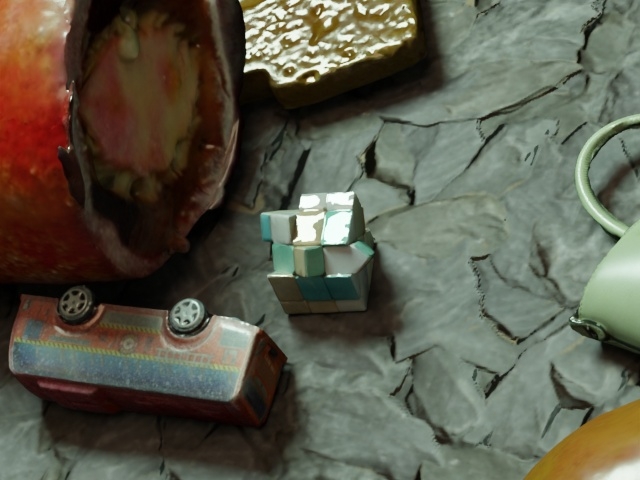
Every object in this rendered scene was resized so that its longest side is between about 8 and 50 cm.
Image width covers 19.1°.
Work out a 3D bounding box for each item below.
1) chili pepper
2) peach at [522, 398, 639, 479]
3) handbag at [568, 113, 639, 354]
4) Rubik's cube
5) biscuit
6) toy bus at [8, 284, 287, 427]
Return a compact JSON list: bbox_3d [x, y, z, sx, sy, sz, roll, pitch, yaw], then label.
[{"bbox_3d":[-0.225,-0.085,1.375,0.305,0.229,0.251,-9,89,35],"label":"chili pepper"},{"bbox_3d":[0.222,0.218,0.894,0.342,0.302,0.343,-10,53,13],"label":"peach"},{"bbox_3d":[0.293,-0.002,1.199,0.241,0.109,0.315,-48,40,-18],"label":"handbag"},{"bbox_3d":[-0.002,0.002,1.293,0.075,0.073,0.084,-17,52,7],"label":"Rubik's cube"},{"bbox_3d":[-0.042,-0.183,1.467,0.301,0.043,0.278,29,70,34],"label":"biscuit"},{"bbox_3d":[-0.121,0.079,1.287,0.192,0.065,0.077,4,64,24],"label":"toy bus"}]
